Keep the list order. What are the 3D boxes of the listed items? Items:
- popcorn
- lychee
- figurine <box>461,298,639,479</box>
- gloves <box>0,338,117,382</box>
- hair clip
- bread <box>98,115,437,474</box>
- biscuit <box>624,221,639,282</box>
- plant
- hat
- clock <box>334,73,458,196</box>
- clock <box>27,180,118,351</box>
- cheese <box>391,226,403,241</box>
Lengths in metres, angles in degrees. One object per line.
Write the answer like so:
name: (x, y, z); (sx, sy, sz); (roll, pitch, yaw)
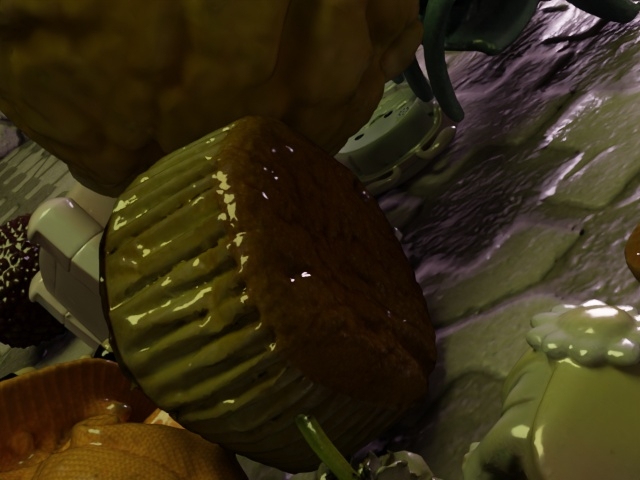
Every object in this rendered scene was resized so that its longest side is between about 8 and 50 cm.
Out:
popcorn: (-0.124, -0.199, 0.773); (0.390, 0.354, 0.344); (10, 95, 44)
lychee: (-0.418, 0.060, 1.328); (0.188, 0.188, 0.188); (-33, 23, 16)
figurine: (0.088, 0.176, 0.403); (0.274, 0.227, 0.394); (23, 48, 31)
gloves: (-0.303, 0.206, 0.928); (0.301, 0.152, 0.197); (-42, 43, -21)
hair clip: (0.124, -0.304, 0.986); (0.238, 0.392, 0.318); (-39, 39, -2)
bread: (-0.025, 0.042, 0.668); (0.142, 0.253, 0.227); (-31, 51, 25)
biscuit: (0.270, -0.019, 0.607); (0.144, 0.040, 0.236); (-26, 27, 45)
plant: (0.029, 0.155, 0.556); (0.104, 0.122, 0.116); (-34, 14, -17)
hat: (-0.113, 0.197, 0.610); (0.233, 0.244, 0.233); (5, 55, 41)
clock: (0.079, -0.117, 1.048); (0.151, 0.062, 0.191); (-37, 23, 7)
clock: (-0.171, -0.041, 1.074); (0.326, 0.184, 0.342); (-53, 7, -25)
cheese: (0.000, 0.000, 0.967); (0.127, 0.054, 0.251); (-53, 26, -21)
